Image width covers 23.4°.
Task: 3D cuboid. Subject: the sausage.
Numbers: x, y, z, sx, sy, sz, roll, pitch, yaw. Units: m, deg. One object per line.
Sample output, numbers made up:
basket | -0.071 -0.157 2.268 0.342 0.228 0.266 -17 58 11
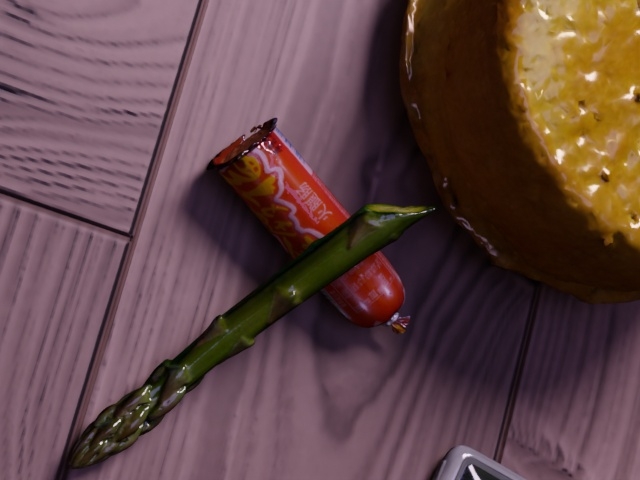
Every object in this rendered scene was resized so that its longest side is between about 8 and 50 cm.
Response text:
sausage | 0.000 0.000 0.859 0.050 0.048 0.145 -36 107 16

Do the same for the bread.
bread | 0.171 -0.089 0.889 0.268 0.146 0.268 1 86 -20

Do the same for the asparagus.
asparagus | -0.038 0.045 0.820 0.236 0.034 0.027 -38 103 -3

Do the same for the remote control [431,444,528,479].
remote control | 0.170 0.206 0.918 0.261 0.029 0.067 31 73 -17
